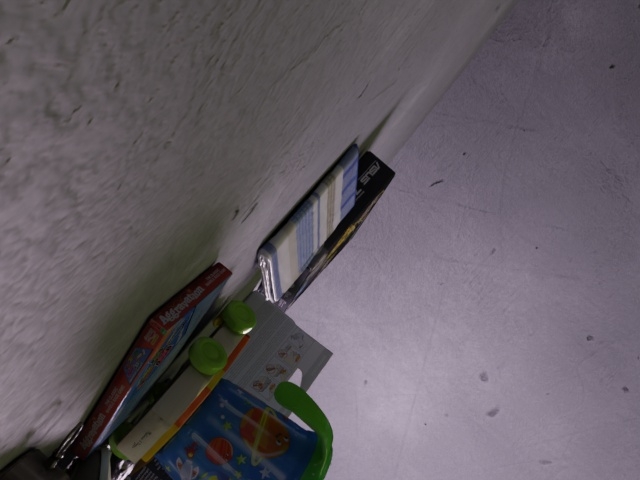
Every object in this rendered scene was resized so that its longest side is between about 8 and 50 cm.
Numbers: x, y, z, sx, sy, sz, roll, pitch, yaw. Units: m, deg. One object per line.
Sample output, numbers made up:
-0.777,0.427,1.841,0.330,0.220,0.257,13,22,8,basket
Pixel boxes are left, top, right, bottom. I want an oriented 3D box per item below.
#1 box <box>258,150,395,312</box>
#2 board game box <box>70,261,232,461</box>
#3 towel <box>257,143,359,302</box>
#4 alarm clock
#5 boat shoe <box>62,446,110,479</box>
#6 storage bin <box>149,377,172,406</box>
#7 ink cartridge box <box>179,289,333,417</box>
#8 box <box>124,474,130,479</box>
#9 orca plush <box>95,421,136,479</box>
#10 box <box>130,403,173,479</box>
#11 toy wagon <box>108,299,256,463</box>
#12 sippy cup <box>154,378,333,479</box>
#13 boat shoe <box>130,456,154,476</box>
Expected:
0.000,0.000,1.489,0.318,0.097,0.395,-46,174,-26,box
-0.216,0.155,0.790,0.281,0.027,0.145,-52,178,32,board game box
-0.019,-0.028,1.167,0.285,0.034,0.209,-51,163,-23,towel
-0.292,0.257,0.608,0.192,0.064,0.129,-54,177,-5,alarm clock
-0.311,0.336,0.790,0.305,0.091,0.109,175,-83,-69,boat shoe
-0.268,0.321,1.171,0.098,0.091,0.135,-50,-164,15,storage bin
-0.136,0.273,1.388,0.275,0.239,0.060,-48,176,-44,ink cartridge box
-0.404,0.488,1.125,0.126,0.072,0.137,-51,-155,4,box
-0.353,0.400,1.008,0.151,0.102,0.287,-51,177,5,orca plush
-0.272,0.497,1.406,0.343,0.312,0.179,-52,177,33,box
-0.203,0.211,1.035,0.267,0.068,0.344,-46,-177,27,toy wagon
-0.137,0.355,1.027,0.305,0.224,0.240,-49,-178,-11,sippy cup
-0.391,0.430,1.245,0.207,0.073,0.073,-47,-142,5,boat shoe
